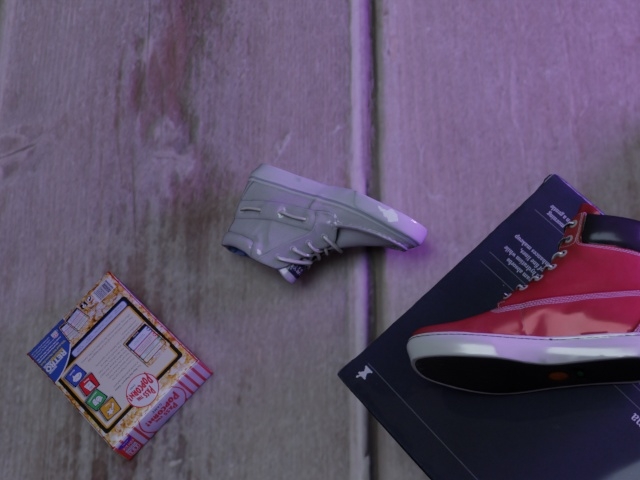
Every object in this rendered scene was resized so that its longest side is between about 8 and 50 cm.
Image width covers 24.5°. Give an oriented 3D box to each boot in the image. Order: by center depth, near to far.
[{"bbox_3d":[0.205,0.051,1.415,0.244,0.088,0.176,-4,61,12],"label":"boot"},{"bbox_3d":[0.000,0.000,1.746,0.258,0.095,0.123,18,78,38],"label":"boot"}]

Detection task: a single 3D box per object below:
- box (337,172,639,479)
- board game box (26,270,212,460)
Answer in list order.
[{"bbox_3d":[0.253,0.168,1.488,0.312,0.179,0.343,-41,56,-3],"label":"box"},{"bbox_3d":[-0.246,0.149,1.789,0.147,0.045,0.193,-46,56,-5],"label":"board game box"}]
